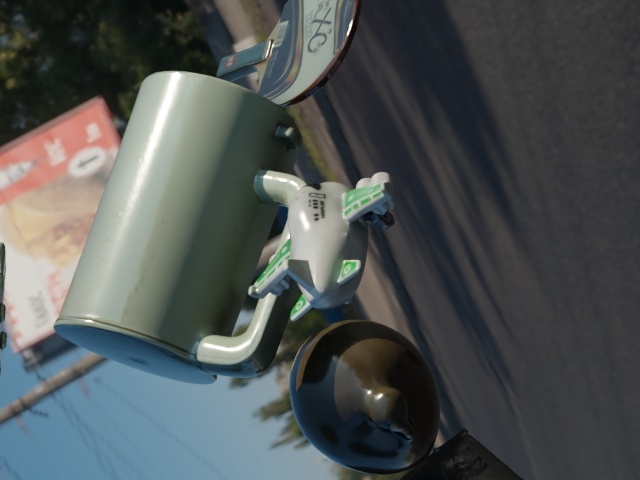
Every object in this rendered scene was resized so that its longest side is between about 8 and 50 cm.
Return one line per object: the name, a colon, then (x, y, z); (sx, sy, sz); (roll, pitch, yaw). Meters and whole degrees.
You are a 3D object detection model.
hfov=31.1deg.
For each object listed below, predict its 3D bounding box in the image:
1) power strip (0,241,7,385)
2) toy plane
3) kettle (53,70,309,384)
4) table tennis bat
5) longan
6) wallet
power strip: (-0.442, 0.093, 1.502); (0.265, 0.059, 0.193); (109, 160, -53)
toy plane: (0.002, 0.002, 1.045); (0.080, 0.174, 0.174); (41, -174, -21)
kettle: (-0.135, -0.004, 1.325); (0.265, 0.318, 0.205); (17, 162, 5)
table tennis bat: (-0.043, -0.237, 1.416); (0.022, 0.173, 0.301); (24, 165, -31)
longan: (0.054, 0.175, 1.274); (0.185, 0.159, 0.204); (46, 170, -7)
wallet: (0.120, 0.354, 1.439); (0.146, 0.285, 0.030); (40, 155, 44)
